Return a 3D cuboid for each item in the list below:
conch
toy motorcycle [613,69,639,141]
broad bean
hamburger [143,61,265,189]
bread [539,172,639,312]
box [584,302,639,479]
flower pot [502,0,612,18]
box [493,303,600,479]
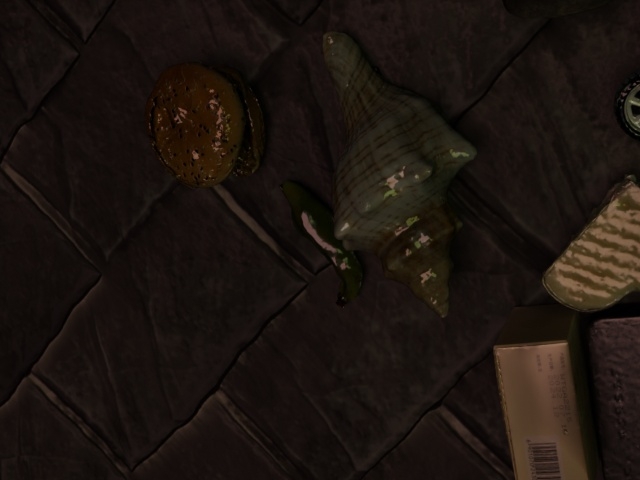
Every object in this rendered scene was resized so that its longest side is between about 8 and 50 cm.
[{"bbox_3d":[0.097,-0.089,1.377,0.203,0.169,0.386,-18,99,0],"label":"conch"},{"bbox_3d":[0.455,-0.225,1.219,0.168,0.113,0.315,24,121,6],"label":"toy motorcycle"},{"bbox_3d":[0.008,-0.001,1.500,0.061,0.046,0.195,-24,95,24],"label":"broad bean"},{"bbox_3d":[-0.165,-0.151,1.496,0.177,0.113,0.185,40,114,8],"label":"hamburger"},{"bbox_3d":[0.379,0.002,1.332,0.232,0.064,0.173,-8,100,23],"label":"bread"},{"bbox_3d":[0.459,0.249,1.368,0.211,0.058,0.350,-5,102,22],"label":"box"},{"bbox_3d":[0.267,-0.342,1.225,0.235,0.235,0.148,-2,121,23],"label":"flower pot"},{"bbox_3d":[0.289,0.202,1.364,0.095,0.168,0.212,-7,101,21],"label":"box"}]
